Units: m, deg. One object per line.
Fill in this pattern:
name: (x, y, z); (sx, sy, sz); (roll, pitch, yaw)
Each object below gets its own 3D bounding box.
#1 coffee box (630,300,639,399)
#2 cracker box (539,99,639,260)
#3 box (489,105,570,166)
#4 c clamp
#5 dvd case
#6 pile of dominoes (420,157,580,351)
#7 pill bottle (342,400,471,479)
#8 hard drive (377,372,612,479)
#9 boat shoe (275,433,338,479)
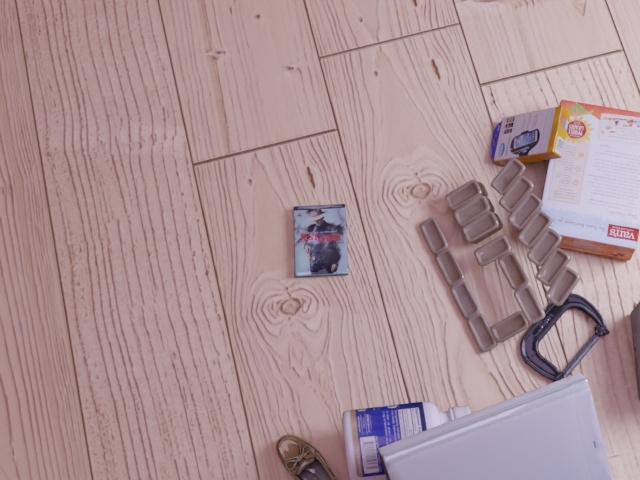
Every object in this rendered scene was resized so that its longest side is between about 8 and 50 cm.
coffee box: (0.597, 0.159, 1.625); (0.246, 0.098, 0.141); (-2, 71, 4)
cracker box: (0.435, -0.096, 1.741); (0.155, 0.067, 0.232); (12, 72, 10)
box: (0.333, -0.165, 1.761); (0.028, 0.136, 0.081); (27, 69, -34)
c clamp: (0.383, 0.165, 1.684); (0.137, 0.022, 0.161); (33, 78, 19)
dvd case: (0.000, 0.000, 1.771); (0.087, 0.013, 0.120); (-2, 70, 4)
pile of dominoes: (0.284, 0.021, 1.712); (0.196, 0.040, 0.251); (-32, 70, 22)
pill bottle: (0.130, 0.294, 1.609); (0.186, 0.112, 0.112); (-7, 71, 2)
hard drive: (0.254, 0.332, 1.560); (0.307, 0.040, 0.203); (-20, 109, -6)
boat shoe: (-0.010, 0.348, 1.635); (0.056, 0.048, 0.153); (-37, 73, -8)
